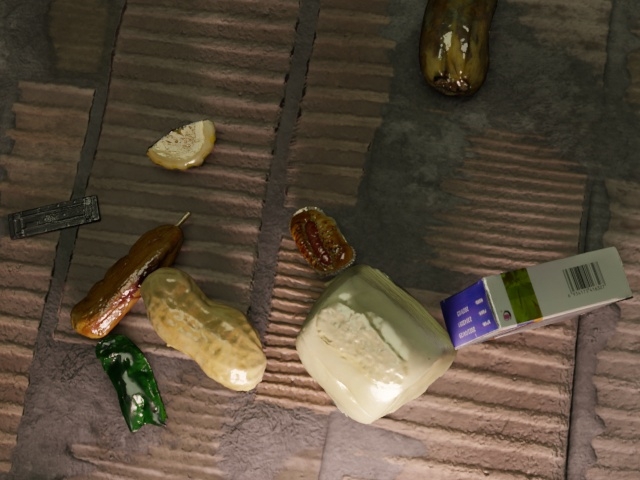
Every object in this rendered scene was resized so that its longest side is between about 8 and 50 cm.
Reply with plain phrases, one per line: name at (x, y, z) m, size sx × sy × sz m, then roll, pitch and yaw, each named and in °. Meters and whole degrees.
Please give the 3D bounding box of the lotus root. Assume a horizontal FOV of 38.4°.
lotus root at (0.294, -0.445, 1.965) m, size 0.151 × 0.160 × 0.275 m, roll 7°, pitch 76°, yaw 31°

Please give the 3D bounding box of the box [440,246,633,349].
box at (0.409, 0.111, 1.762) m, size 0.299 × 0.200 × 0.106 m, roll -11°, pitch 77°, yaw -20°

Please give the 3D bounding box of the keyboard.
keyboard at (-0.588, -0.051, 2.029) m, size 0.204 × 0.013 × 0.061 m, roll -12°, pitch 76°, yaw 3°

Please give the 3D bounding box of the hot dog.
hot dog at (0.000, 0.000, 1.919) m, size 0.099 × 0.053 × 0.192 m, roll -34°, pitch 57°, yaw -2°

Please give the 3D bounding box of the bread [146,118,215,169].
bread at (-0.288, -0.202, 2.000) m, size 0.157 × 0.083 × 0.094 m, roll -40°, pitch 80°, yaw -2°

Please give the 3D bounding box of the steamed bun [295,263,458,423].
steamed bun at (0.085, 0.221, 1.810) m, size 0.290 × 0.273 × 0.272 m, roll 38°, pitch 99°, yaw 15°

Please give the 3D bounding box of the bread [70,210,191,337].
bread at (-0.387, 0.071, 1.942) m, size 0.344 × 0.084 × 0.124 m, roll -47°, pitch 37°, yaw -10°

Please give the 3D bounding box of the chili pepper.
chili pepper at (-0.391, 0.296, 1.911) m, size 0.098 × 0.061 × 0.224 m, roll -28°, pitch 75°, yaw -8°

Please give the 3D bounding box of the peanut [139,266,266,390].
peanut at (-0.237, 0.178, 1.870) m, size 0.313 × 0.149 × 0.149 m, roll 36°, pitch 83°, yaw 5°
